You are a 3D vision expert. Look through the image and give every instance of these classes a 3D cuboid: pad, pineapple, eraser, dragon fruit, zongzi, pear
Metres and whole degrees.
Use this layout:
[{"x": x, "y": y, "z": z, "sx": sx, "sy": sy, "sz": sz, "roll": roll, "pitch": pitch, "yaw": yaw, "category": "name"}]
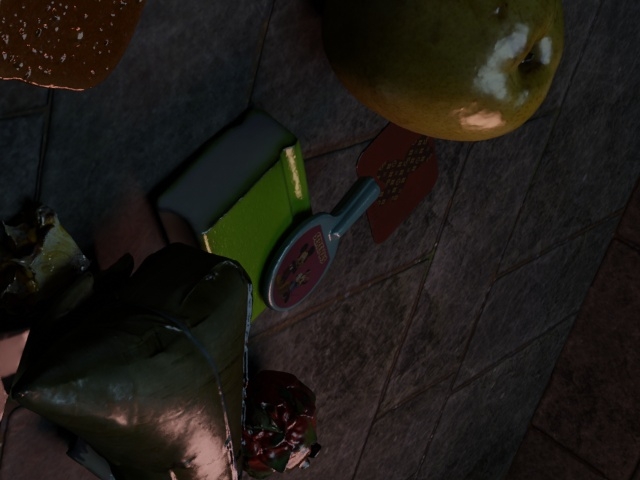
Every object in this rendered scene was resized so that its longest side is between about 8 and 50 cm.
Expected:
[{"x": 0.132, "y": -0.115, "z": 1.919, "sx": 0.181, "sy": 0.004, "sz": 0.267, "roll": -47, "pitch": 151, "yaw": -17, "category": "pad"}, {"x": -0.307, "y": 0.021, "z": 1.288, "sx": 0.116, "sy": 0.069, "sz": 0.137, "roll": -11, "pitch": 126, "yaw": -53, "category": "pineapple"}, {"x": -0.102, "y": -0.020, "z": 1.550, "sx": 0.210, "sy": 0.092, "sz": 0.274, "roll": -47, "pitch": 152, "yaw": -24, "category": "eraser"}, {"x": -0.085, "y": 0.294, "z": 1.833, "sx": 0.182, "sy": 0.182, "sz": 0.188, "roll": -33, "pitch": 131, "yaw": -38, "category": "dragon fruit"}, {"x": -0.216, "y": 0.230, "z": 1.316, "sx": 0.393, "sy": 0.174, "sz": 0.356, "roll": -42, "pitch": 136, "yaw": -59, "category": "zongzi"}, {"x": 0.160, "y": -0.281, "z": 1.472, "sx": 0.314, "sy": 0.314, "sz": 0.314, "roll": -39, "pitch": 148, "yaw": -30, "category": "pear"}]

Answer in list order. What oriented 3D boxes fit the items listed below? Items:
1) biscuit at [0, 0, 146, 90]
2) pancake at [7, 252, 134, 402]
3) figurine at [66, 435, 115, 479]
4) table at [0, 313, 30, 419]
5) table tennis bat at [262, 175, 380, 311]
[{"x": -0.250, "y": -0.240, "z": 1.136, "sx": 0.192, "sy": 0.036, "sz": 0.186, "roll": 0, "pitch": 117, "yaw": -58, "category": "biscuit"}, {"x": -0.298, "y": 0.103, "z": 1.350, "sx": 0.212, "sy": 0.029, "sz": 0.235, "roll": -54, "pitch": 177, "yaw": 24, "category": "pancake"}, {"x": -0.231, "y": 0.237, "z": 1.564, "sx": 0.222, "sy": 0.145, "sz": 0.145, "roll": -50, "pitch": 152, "yaw": -5, "category": "figurine"}, {"x": -0.414, "y": 0.109, "z": 1.073, "sx": 0.169, "sy": 0.193, "sz": 0.172, "roll": -9, "pitch": 127, "yaw": -54, "category": "table"}, {"x": 0.000, "y": 0.000, "z": 1.632, "sx": 0.244, "sy": 0.040, "sz": 0.153, "roll": -48, "pitch": 154, "yaw": -21, "category": "table tennis bat"}]
